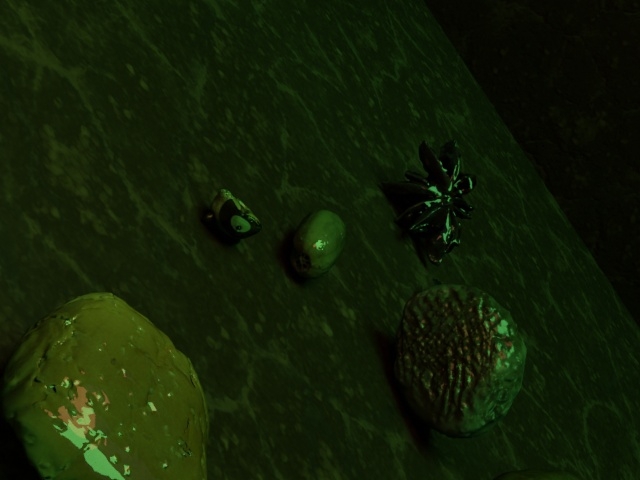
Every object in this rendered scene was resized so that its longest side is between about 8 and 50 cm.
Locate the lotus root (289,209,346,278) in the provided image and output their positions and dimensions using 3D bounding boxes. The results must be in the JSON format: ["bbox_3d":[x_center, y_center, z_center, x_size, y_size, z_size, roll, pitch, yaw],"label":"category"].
[{"bbox_3d":[0.001,0.000,1.906,0.077,0.090,0.183,15,22,9],"label":"lotus root"}]

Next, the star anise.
[{"bbox_3d":[0.238,-0.083,2.400,0.212,0.129,0.283,21,74,-37],"label":"star anise"}]

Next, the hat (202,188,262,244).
[{"bbox_3d":[-0.132,-0.031,1.732,0.077,0.059,0.076,33,16,-52],"label":"hat"}]

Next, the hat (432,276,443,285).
[{"bbox_3d":[0.234,0.128,2.238,0.121,0.050,0.121,47,26,-32],"label":"hat"}]

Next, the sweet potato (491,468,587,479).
[{"bbox_3d":[0.358,0.451,1.945,0.369,0.158,0.158,24,39,-44],"label":"sweet potato"}]

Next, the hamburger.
[{"bbox_3d":[-0.213,0.191,1.187,0.259,0.144,0.283,40,22,-26],"label":"hamburger"}]

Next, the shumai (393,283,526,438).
[{"bbox_3d":[0.253,0.214,1.965,0.222,0.225,0.261,37,28,-50],"label":"shumai"}]
